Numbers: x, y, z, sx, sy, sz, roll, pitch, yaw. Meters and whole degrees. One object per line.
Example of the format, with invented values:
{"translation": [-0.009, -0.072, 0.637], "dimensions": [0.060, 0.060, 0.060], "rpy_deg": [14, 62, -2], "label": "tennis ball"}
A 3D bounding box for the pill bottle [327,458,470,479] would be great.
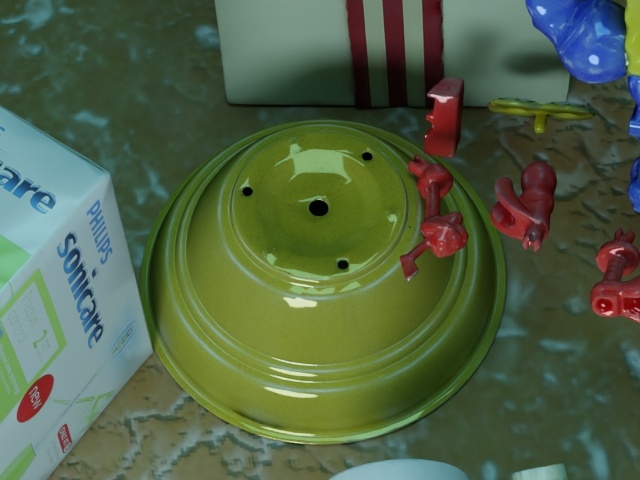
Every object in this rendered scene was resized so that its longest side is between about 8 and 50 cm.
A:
{"translation": [0.045, 0.208, 0.984], "dimensions": [0.108, 0.108, 0.180], "rpy_deg": [-4, 61, -1], "label": "pill bottle"}

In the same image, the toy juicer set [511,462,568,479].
{"translation": [0.227, 0.129, 1.006], "dimensions": [0.329, 0.089, 0.209], "rpy_deg": [-30, 84, -13], "label": "toy juicer set"}

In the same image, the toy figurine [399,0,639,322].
{"translation": [0.222, -0.086, 0.984], "dimensions": [0.363, 0.217, 0.191], "rpy_deg": [11, 37, 14], "label": "toy figurine"}

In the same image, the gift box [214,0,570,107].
{"translation": [0.056, -0.220, 1.138], "dimensions": [0.255, 0.258, 0.276], "rpy_deg": [-4, 60, 0], "label": "gift box"}

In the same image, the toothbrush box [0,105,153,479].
{"translation": [-0.227, 0.087, 1.004], "dimensions": [0.122, 0.206, 0.283], "rpy_deg": [30, 65, 17], "label": "toothbrush box"}

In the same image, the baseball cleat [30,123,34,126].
{"translation": [-0.266, -0.049, 1.136], "dimensions": [0.206, 0.109, 0.072], "rpy_deg": [-5, 47, -6], "label": "baseball cleat"}

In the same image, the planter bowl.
{"translation": [0.000, 0.000, 1.112], "dimensions": [0.217, 0.090, 0.217], "rpy_deg": [-1, 60, 2], "label": "planter bowl"}
